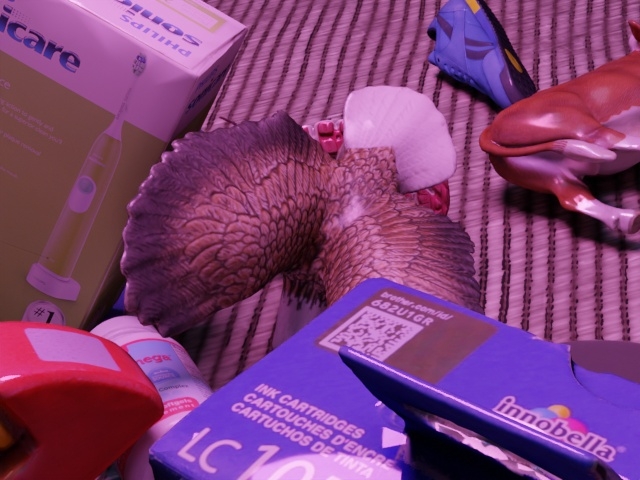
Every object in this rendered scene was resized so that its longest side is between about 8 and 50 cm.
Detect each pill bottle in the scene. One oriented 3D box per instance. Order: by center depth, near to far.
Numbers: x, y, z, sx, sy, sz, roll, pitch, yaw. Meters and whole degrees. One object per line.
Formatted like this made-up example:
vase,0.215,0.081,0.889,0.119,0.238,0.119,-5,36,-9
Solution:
pill bottle,-0.121,0.121,0.971,0.087,0.087,0.160,-19,34,-18

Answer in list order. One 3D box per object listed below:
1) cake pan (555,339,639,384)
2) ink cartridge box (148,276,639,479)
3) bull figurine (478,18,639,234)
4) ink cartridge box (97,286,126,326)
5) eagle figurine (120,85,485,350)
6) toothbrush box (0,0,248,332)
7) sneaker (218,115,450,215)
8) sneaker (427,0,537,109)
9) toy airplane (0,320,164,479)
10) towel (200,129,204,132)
cake pan,0.192,0.166,0.832,0.293,0.054,0.293,2,38,-1
ink cartridge box,0.090,0.192,0.537,0.270,0.395,0.151,21,42,37
bull figurine,0.292,-0.114,1.245,0.310,0.101,0.188,-28,40,-30
ink cartridge box,-0.321,0.014,1.190,0.307,0.072,0.303,-5,33,4
eagle figurine,0.000,0.011,1.003,0.226,0.225,0.298,-13,7,7
toothbrush box,-0.214,-0.080,1.031,0.206,0.283,0.122,29,31,1
sneaker,-0.033,-0.053,1.208,0.299,0.120,0.112,6,3,5
sneaker,0.166,-0.185,1.427,0.082,0.069,0.209,-36,39,15
toy airplane,-0.333,0.151,0.795,0.386,0.272,0.384,6,35,20
towel,-0.170,-0.110,1.393,0.067,0.029,0.119,-29,38,-31
